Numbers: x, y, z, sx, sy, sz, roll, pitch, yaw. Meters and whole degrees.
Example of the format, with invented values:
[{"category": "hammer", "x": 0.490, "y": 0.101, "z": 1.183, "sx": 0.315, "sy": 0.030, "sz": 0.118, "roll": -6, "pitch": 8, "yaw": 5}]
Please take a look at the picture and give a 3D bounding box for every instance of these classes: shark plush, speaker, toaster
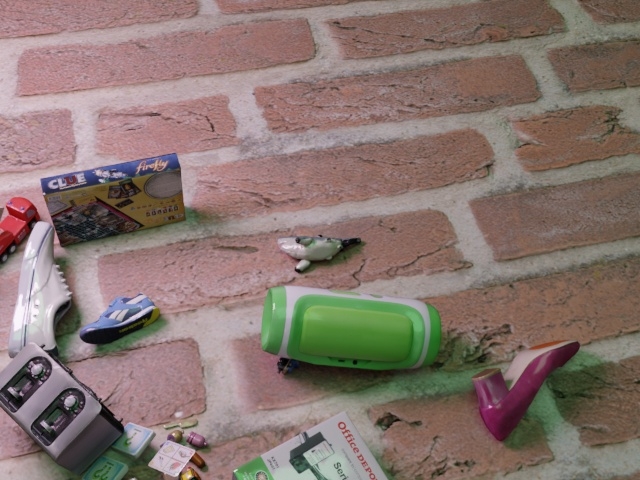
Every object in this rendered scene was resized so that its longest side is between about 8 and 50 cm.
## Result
[{"category": "shark plush", "x": 0.000, "y": 0.000, "z": 1.496, "sx": 0.161, "sy": 0.073, "sz": 0.067, "roll": -17, "pitch": 29, "yaw": -11}, {"category": "speaker", "x": 0.052, "y": 0.152, "z": 1.333, "sx": 0.297, "sy": 0.131, "sz": 0.131, "roll": 7, "pitch": 55, "yaw": -12}, {"category": "toaster", "x": -0.408, "y": 0.265, "z": 1.205, "sx": 0.168, "sy": 0.185, "sz": 0.110, "roll": 38, "pitch": 70, "yaw": 17}]

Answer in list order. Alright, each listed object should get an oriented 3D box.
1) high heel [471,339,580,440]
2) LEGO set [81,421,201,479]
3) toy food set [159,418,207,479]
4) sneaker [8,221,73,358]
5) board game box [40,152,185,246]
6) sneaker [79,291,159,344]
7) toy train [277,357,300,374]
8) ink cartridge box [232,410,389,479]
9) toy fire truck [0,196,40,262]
[{"category": "high heel", "x": 0.380, "y": 0.257, "z": 1.360, "sx": 0.244, "sy": 0.082, "sz": 0.117, "roll": -18, "pitch": 87, "yaw": -31}, {"category": "LEGO set", "x": -0.287, "y": 0.357, "z": 1.140, "sx": 0.244, "sy": 0.060, "sz": 0.182, "roll": 3, "pitch": 44, "yaw": 45}, {"category": "toy food set", "x": -0.221, "y": 0.350, "z": 1.253, "sx": 0.078, "sy": 0.019, "sz": 0.122, "roll": -9, "pitch": 57, "yaw": -11}, {"category": "sneaker", "x": -0.487, "y": 0.091, "z": 1.365, "sx": 0.091, "sy": 0.094, "sz": 0.258, "roll": 7, "pitch": 67, "yaw": -14}, {"category": "board game box", "x": -0.381, "y": -0.075, "z": 1.438, "sx": 0.243, "sy": 0.165, "sz": 0.042, "roll": -13, "pitch": 58, "yaw": -15}, {"category": "sneaker", "x": -0.362, "y": 0.138, "z": 1.365, "sx": 0.144, "sy": 0.053, "sz": 0.059, "roll": -22, "pitch": 61, "yaw": -29}, {"category": "toy train", "x": -0.030, "y": 0.180, "z": 1.386, "sx": 0.036, "sy": 0.027, "sz": 0.158, "roll": 33, "pitch": 58, "yaw": 3}, {"category": "ink cartridge box", "x": -0.013, "y": 0.387, "z": 1.208, "sx": 0.209, "sy": 0.086, "sz": 0.153, "roll": -24, "pitch": 62, "yaw": -21}, {"category": "toy fire truck", "x": -0.596, "y": -0.021, "z": 1.396, "sx": 0.047, "sy": 0.135, "sz": 0.192, "roll": 24, "pitch": 57, "yaw": 10}]
